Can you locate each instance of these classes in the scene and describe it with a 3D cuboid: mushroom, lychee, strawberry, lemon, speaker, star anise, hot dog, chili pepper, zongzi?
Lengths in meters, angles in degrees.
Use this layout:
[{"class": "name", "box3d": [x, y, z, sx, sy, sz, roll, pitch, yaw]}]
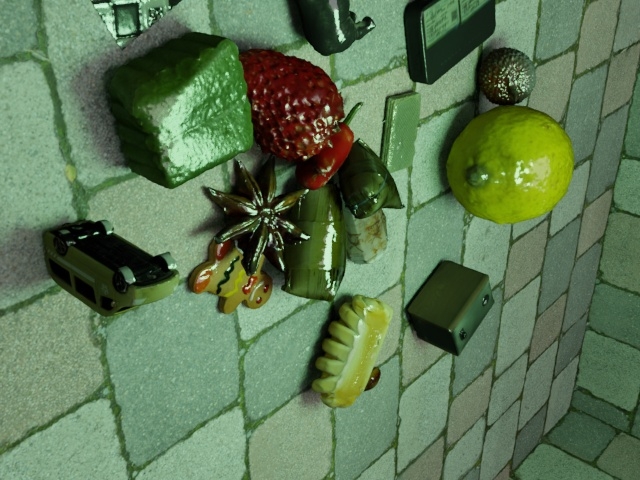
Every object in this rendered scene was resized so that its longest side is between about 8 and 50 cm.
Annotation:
[{"class": "mushroom", "box3d": [0.130, 0.394, 2.157, 0.088, 0.073, 0.129, -33, 138, 5]}, {"class": "lychee", "box3d": [0.532, -0.463, 2.117, 0.197, 0.165, 0.165, -91, 175, -55]}, {"class": "strawberry", "box3d": [-0.082, -0.279, 1.459, 0.244, 0.205, 0.205, 29, 84, -32]}, {"class": "lemon", "box3d": [0.531, -0.211, 2.105, 0.387, 0.349, 0.350, -15, 120, -52]}, {"class": "speaker", "box3d": [0.407, 0.204, 2.305, 0.231, 0.192, 0.153, -50, 140, -23]}, {"class": "star anise", "box3d": [-0.136, -0.052, 1.568, 0.271, 0.102, 0.272, 6, 81, -38]}, {"class": "hot dog", "box3d": [0.109, -0.046, 1.898, 0.131, 0.069, 0.253, -36, 132, -22]}, {"class": "chili pepper", "box3d": [0.016, -0.181, 1.603, 0.092, 0.137, 0.368, 44, 34, -14]}, {"class": "zongzi", "box3d": [0.000, 0.000, 1.769, 0.300, 0.145, 0.274, 11, 84, -81]}, {"class": "zongzi", "box3d": [0.132, -0.089, 1.718, 0.112, 0.221, 0.242, -30, 123, 21]}]

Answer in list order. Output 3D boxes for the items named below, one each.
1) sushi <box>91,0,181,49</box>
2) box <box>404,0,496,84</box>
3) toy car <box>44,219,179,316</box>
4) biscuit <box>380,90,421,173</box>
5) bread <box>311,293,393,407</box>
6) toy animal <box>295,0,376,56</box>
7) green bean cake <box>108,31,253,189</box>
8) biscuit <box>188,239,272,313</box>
[{"class": "sushi", "box3d": [-0.269, -0.496, 1.176, 0.294, 0.059, 0.292, -48, 140, -23]}, {"class": "box", "box3d": [0.343, -0.568, 1.921, 0.350, 0.058, 0.211, -40, 134, -32]}, {"class": "toy car", "box3d": [-0.342, 0.056, 1.214, 0.101, 0.256, 0.125, -22, 129, -46]}, {"class": "biscuit", "box3d": [0.207, -0.277, 1.917, 0.121, 0.040, 0.200, -21, 125, -43]}, {"class": "bread", "box3d": [0.073, 0.293, 1.985, 0.172, 0.121, 0.311, 24, 89, -51]}, {"class": "toy animal", "box3d": [-0.013, -0.522, 1.453, 0.168, 0.106, 0.343, -49, 135, -12]}, {"class": "green bean cake", "box3d": [-0.242, -0.226, 1.304, 0.248, 0.124, 0.222, -38, 134, -37]}, {"class": "biscuit", "box3d": [-0.176, 0.084, 1.627, 0.166, 0.036, 0.250, -59, 144, -9]}]
